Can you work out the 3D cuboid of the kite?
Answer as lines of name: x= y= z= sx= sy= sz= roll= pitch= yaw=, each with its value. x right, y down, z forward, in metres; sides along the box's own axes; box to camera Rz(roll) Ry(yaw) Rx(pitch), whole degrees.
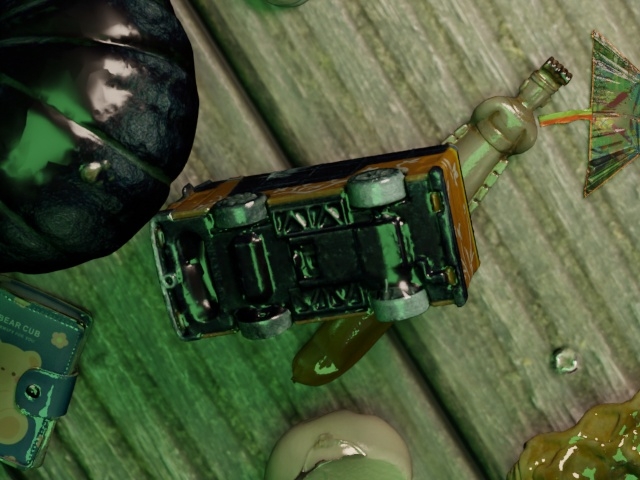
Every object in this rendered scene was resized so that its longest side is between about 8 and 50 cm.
kite: x=0.324 y=-0.140 z=1.876 sx=0.159 sy=0.010 sz=0.190 roll=3 pitch=102 yaw=3

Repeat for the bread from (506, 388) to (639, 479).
bread: x=0.342 y=0.253 z=1.910 sx=0.268 sy=0.130 sz=0.152 roll=-27 pitch=110 yaw=8

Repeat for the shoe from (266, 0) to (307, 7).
shoe: x=-0.020 y=-0.368 z=1.789 sx=0.103 sy=0.100 sz=0.251 roll=13 pitch=106 yaw=0

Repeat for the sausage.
sausage: x=0.037 y=0.103 z=1.924 sx=0.062 sy=0.054 sz=0.183 roll=46 pitch=105 yaw=24

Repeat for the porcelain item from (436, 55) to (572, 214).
porcelain item: x=0.193 y=-0.119 z=1.863 sx=0.084 sy=0.054 sz=0.213 roll=40 pitch=103 yaw=-9

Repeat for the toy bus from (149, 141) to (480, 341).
toy bus: x=0.000 y=0.000 z=1.804 sx=0.324 sy=0.194 sz=0.161 roll=-8 pitch=104 yaw=17

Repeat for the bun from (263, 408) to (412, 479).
bun: x=0.017 y=0.263 z=1.927 sx=0.173 sy=0.120 sz=0.172 roll=-9 pitch=130 yaw=-11

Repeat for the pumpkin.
pumpkin: x=-0.304 y=-0.143 z=1.743 sx=0.363 sy=0.266 sz=0.363 roll=-7 pitch=74 yaw=26

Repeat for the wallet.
wallet: x=-0.354 y=0.156 z=1.950 sx=0.141 sy=0.059 sz=0.202 roll=22 pitch=102 yaw=4
